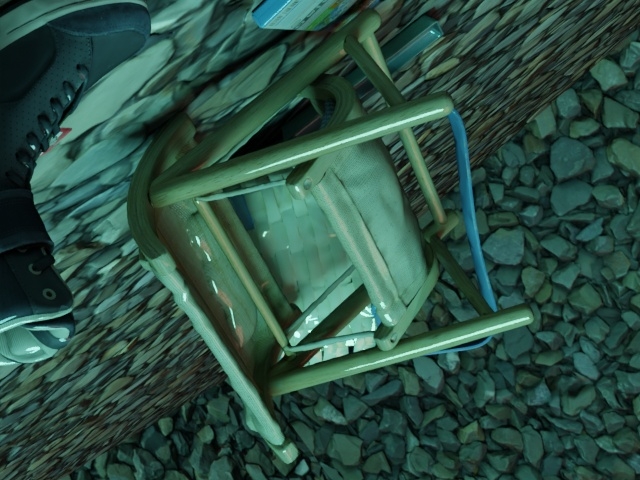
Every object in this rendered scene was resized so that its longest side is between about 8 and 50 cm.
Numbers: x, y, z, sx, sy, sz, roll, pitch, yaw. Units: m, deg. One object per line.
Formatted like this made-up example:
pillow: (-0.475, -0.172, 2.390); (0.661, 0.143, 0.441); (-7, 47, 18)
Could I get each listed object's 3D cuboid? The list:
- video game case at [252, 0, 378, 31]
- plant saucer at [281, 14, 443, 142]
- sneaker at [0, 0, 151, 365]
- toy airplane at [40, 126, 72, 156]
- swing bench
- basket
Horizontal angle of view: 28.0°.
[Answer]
video game case: (0.026, -0.202, 0.968); (0.119, 0.015, 0.166); (-41, 171, 22)
plant saucer: (0.040, -0.159, 1.283); (0.192, 0.018, 0.067); (-38, 172, 7)
sneaker: (-0.148, -0.030, 0.664); (0.226, 0.163, 0.086); (-34, 171, -29)
toy airplane: (-0.208, -0.026, 0.749); (0.151, 0.028, 0.151); (-27, -151, 16)
swing bench: (0.000, 0.000, 1.035); (0.254, 0.165, 0.253); (-29, 131, -3)
basket: (0.027, 0.005, 1.273); (0.289, 0.255, 0.201); (-11, -177, -13)
